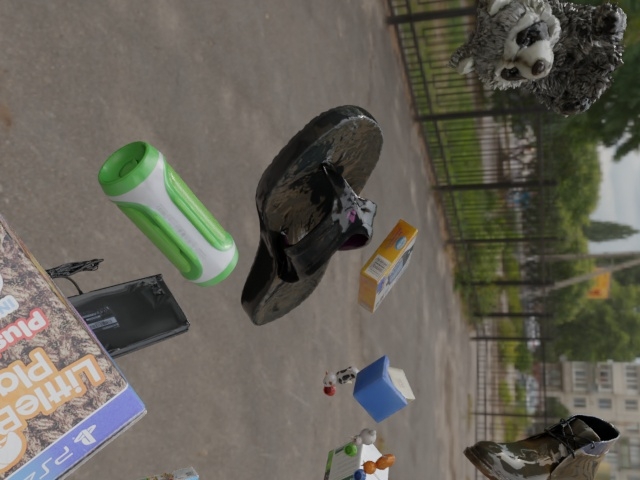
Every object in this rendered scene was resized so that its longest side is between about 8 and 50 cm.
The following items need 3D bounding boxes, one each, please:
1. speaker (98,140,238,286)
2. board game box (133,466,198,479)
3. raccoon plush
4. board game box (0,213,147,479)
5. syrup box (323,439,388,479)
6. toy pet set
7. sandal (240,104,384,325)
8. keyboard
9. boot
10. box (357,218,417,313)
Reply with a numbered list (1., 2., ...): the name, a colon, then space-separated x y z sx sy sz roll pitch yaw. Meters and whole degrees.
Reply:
1. speaker: -0.275 -0.043 1.316 0.296 0.131 0.131 54 36 -39
2. board game box: -0.264 0.406 1.065 0.154 0.026 0.103 -2 112 -36
3. raccoon plush: 0.361 -0.384 1.374 0.446 0.299 0.216 -121 -135 -69
4. board game box: -0.288 0.022 0.501 0.141 0.232 0.291 -37 119 -18
5. syrup box: 0.065 0.499 1.385 0.096 0.093 0.237 53 19 -12
6. toy pet set: 0.046 0.190 0.788 0.065 0.114 0.122 21 39 -51
7. sandal: 0.002 0.000 0.903 0.168 0.107 0.445 -29 158 -26
8. keyboard: -0.380 0.110 1.153 0.317 0.033 0.201 -14 64 -49
9. boot: 0.252 0.230 0.796 0.219 0.082 0.106 25 103 -40
10. box: 0.078 0.036 0.850 0.081 0.028 0.136 -52 164 -16
